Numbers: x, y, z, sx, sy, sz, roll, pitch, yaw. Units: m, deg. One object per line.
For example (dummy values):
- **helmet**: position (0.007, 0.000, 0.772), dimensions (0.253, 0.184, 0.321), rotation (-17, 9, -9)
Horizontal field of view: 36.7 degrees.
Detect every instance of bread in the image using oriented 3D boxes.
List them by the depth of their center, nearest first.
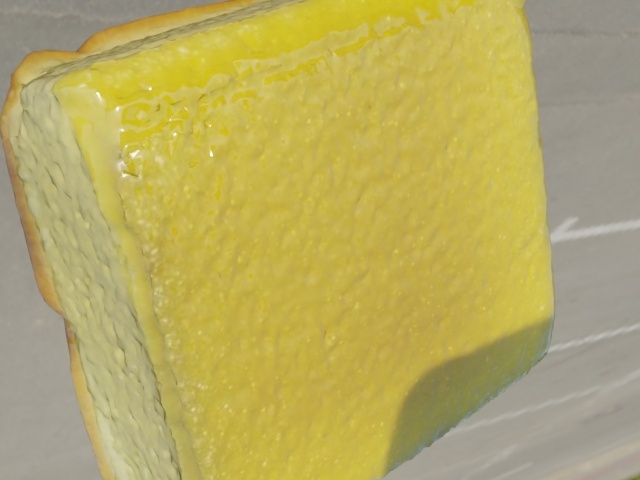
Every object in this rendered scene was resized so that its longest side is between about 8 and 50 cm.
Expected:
- **bread**: position (0.000, 0.000, 0.615), dimensions (0.333, 0.143, 0.324), rotation (-25, 117, -32)
